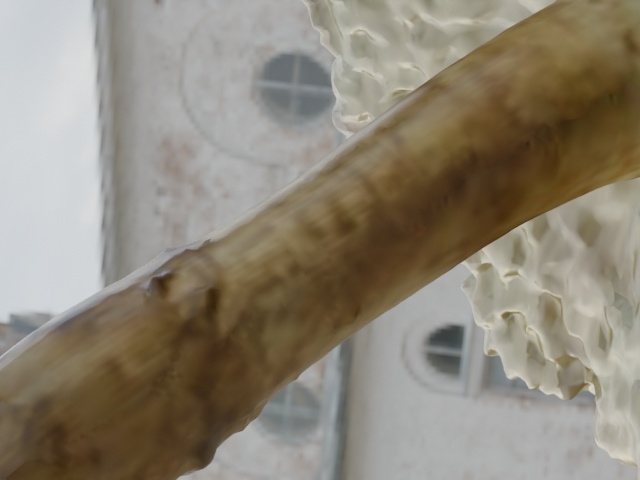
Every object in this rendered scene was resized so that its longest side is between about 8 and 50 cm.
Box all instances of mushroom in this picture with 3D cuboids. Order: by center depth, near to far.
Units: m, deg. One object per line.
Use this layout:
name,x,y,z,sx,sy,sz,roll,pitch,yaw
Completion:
mushroom,0.033,0.011,0.343,0.302,0.208,0.233,-60,-3,-28
